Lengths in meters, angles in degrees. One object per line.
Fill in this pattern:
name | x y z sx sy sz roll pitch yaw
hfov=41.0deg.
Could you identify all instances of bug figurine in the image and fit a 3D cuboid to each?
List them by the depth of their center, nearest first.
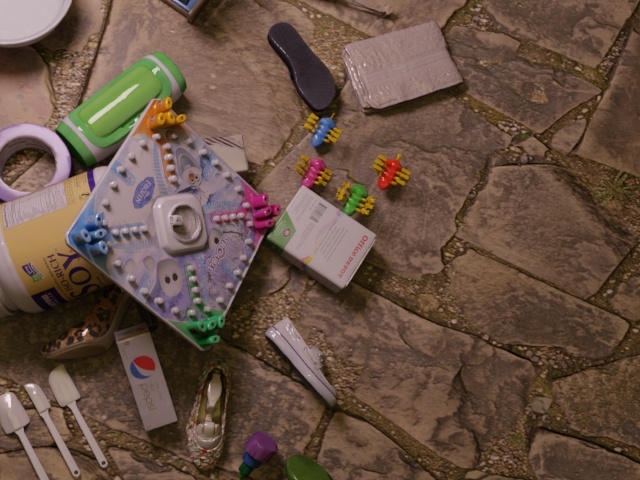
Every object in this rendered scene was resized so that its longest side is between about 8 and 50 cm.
bug figurine | 0.061 -0.173 2.034 0.279 0.072 0.216 33 65 3

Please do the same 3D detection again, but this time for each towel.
towel | 0.202 -0.435 2.135 0.282 0.049 0.187 -20 83 -14

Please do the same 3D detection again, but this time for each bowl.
bowl | -0.706 -0.555 1.945 0.297 0.134 0.298 2 77 -10

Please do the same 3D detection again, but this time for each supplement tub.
supplement tub | -0.549 0.008 1.785 0.331 0.241 0.241 -22 83 -5

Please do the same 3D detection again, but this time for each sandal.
sandal | -0.043 -0.421 2.090 0.097 0.054 0.255 -22 73 -22

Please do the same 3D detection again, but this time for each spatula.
spatula | -0.571 0.408 1.822 0.168 0.019 0.242 -27 85 -21

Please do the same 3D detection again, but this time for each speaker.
speaker | -0.449 -0.299 1.943 0.296 0.131 0.131 -42 88 -16

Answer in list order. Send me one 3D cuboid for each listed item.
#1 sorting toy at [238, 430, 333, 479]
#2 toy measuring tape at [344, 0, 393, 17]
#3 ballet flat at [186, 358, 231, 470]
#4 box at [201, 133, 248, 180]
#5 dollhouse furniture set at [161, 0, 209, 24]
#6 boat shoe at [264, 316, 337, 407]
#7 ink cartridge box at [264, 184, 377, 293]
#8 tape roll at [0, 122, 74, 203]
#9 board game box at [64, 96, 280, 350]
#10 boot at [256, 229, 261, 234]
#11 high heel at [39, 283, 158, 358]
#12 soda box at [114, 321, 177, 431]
sorting toy | -0.029 0.568 1.862 0.365 0.127 0.126 34 104 1
toy measuring tape | 0.036 -0.659 2.125 0.330 0.121 0.121 15 75 -16
ballet flat | -0.243 0.377 1.858 0.091 0.077 0.241 5 77 -10
box | -0.309 -0.168 1.948 0.275 0.113 0.094 -8 78 -14
dollhouse furniture set | -0.307 -0.703 1.965 0.198 0.303 0.286 34 74 -3
boat shoe | -0.027 0.268 1.919 0.076 0.083 0.226 -40 87 -15
ink cartridge box | 0.000 0.000 1.979 0.212 0.093 0.154 33 74 -1
tape roll | -0.647 -0.159 1.898 0.188 0.080 0.189 2 77 -10
board game box | -0.279 -0.037 1.765 0.390 0.050 0.390 44 52 -30
boot | -0.273 0.003 1.932 0.176 0.088 0.244 41 66 0
high heel | -0.498 0.149 1.869 0.261 0.093 0.186 -19 66 -8
soda box | -0.370 0.289 1.813 0.073 0.069 0.216 -18 107 -13
